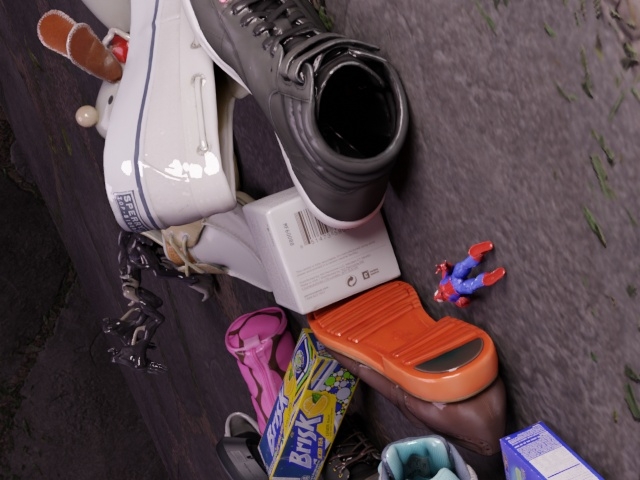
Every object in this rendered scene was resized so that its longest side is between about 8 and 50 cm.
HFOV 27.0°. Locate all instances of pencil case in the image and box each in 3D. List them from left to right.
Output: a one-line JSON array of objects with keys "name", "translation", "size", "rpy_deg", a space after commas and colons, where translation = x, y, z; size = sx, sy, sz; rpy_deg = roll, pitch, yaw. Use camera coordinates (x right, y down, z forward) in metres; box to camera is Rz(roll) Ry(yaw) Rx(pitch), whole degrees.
[{"name": "pencil case", "translation": [-0.053, 0.192, 1.632], "size": [0.098, 0.095, 0.209], "rpy_deg": [-57, -48, -61]}]

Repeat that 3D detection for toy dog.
[{"name": "toy dog", "translation": [-0.276, -0.277, 1.542], "size": [0.220, 0.161, 0.333], "rpy_deg": [175, 86, -68]}]

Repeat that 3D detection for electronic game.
[{"name": "electronic game", "translation": [-0.032, 0.305, 1.503], "size": [0.229, 0.048, 0.229], "rpy_deg": [44, 180, 0]}]

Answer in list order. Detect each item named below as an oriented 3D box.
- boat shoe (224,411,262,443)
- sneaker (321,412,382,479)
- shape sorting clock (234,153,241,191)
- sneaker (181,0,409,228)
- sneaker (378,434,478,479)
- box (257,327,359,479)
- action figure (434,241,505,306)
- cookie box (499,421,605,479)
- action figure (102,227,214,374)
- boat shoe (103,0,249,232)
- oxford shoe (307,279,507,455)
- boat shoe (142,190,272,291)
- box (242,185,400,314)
[{"name": "boat shoe", "translation": [-0.084, 0.352, 1.932], "size": [0.258, 0.095, 0.084], "rpy_deg": [49, 159, 46]}, {"name": "sneaker", "translation": [0.033, 0.241, 1.432], "size": [0.118, 0.083, 0.222], "rpy_deg": [66, 165, 11]}, {"name": "shape sorting clock", "translation": [-0.155, -0.134, 1.631], "size": [0.206, 0.040, 0.206], "rpy_deg": [46, 156, 27]}, {"name": "sneaker", "translation": [-0.018, -0.159, 1.066], "size": [0.295, 0.105, 0.147], "rpy_deg": [61, 161, 6]}, {"name": "sneaker", "translation": [0.098, 0.207, 1.077], "size": [0.283, 0.110, 0.122], "rpy_deg": [-168, 55, -87]}, {"name": "box", "translation": [-0.011, 0.176, 1.408], "size": [0.054, 0.059, 0.169], "rpy_deg": [-118, 41, -52]}, {"name": "action figure", "translation": [0.108, 0.031, 1.024], "size": [0.038, 0.030, 0.115], "rpy_deg": [61, 165, 8]}, {"name": "cookie box", "translation": [0.180, 0.200, 0.979], "size": [0.107, 0.040, 0.091], "rpy_deg": [44, 152, 56]}, {"name": "action figure", "translation": [-0.239, 0.049, 1.984], "size": [0.164, 0.141, 0.275], "rpy_deg": [-125, 46, -62]}, {"name": "boat shoe", "translation": [-0.090, -0.171, 1.209], "size": [0.136, 0.156, 0.367], "rpy_deg": [71, -162, -48]}, {"name": "oxford shoe", "translation": [0.067, 0.107, 1.137], "size": [0.271, 0.097, 0.098], "rpy_deg": [33, 148, 63]}, {"name": "boat shoe", "translation": [-0.134, -0.005, 1.560], "size": [0.302, 0.103, 0.113], "rpy_deg": [30, 147, 50]}, {"name": "box", "translation": [0.000, 0.000, 1.195], "size": [0.087, 0.101, 0.102], "rpy_deg": [16, 126, 71]}]
